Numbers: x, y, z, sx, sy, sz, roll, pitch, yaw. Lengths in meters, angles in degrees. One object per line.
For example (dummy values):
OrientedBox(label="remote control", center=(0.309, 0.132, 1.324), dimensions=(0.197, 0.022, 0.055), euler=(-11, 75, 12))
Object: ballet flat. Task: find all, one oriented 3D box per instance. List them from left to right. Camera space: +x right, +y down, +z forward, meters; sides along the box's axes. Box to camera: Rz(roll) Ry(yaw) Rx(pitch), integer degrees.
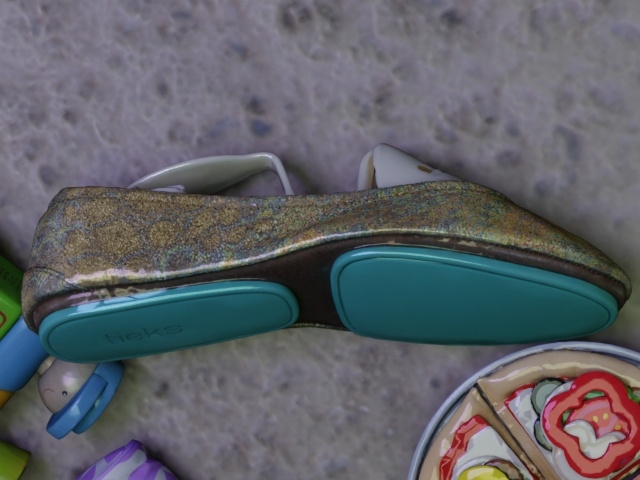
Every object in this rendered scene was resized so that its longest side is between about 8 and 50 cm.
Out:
OrientedBox(label="ballet flat", center=(0.000, 0.000, 0.947), dimensions=(0.349, 0.123, 0.123), euler=(-4, 98, 5))

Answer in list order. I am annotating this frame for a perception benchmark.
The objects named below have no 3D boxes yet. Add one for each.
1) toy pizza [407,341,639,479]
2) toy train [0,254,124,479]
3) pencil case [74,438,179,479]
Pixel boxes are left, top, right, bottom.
OrientedBox(label="toy pizza", center=(0.147, 0.159, 0.941), dimensions=(0.201, 0.032, 0.201), euler=(1, 94, 9))
OrientedBox(label="toy train", center=(-0.245, 0.121, 1.017), dimensions=(0.143, 0.105, 0.248), euler=(38, 103, -11))
OrientedBox(label="pencil case", center=(-0.083, 0.216, 1.001), dimensions=(0.086, 0.088, 0.206), euler=(-43, 90, 15))
